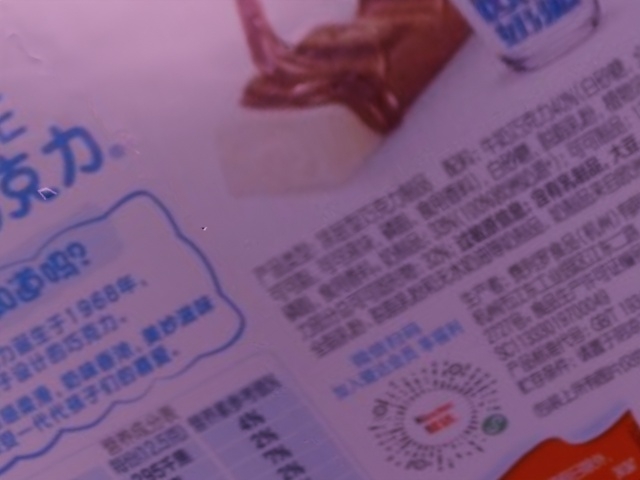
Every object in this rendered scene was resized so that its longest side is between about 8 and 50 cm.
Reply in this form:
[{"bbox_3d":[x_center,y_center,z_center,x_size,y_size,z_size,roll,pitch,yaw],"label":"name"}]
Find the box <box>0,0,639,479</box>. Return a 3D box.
[{"bbox_3d":[0.000,0.000,0.460,0.273,0.048,0.265,-29,121,9],"label":"box"}]
